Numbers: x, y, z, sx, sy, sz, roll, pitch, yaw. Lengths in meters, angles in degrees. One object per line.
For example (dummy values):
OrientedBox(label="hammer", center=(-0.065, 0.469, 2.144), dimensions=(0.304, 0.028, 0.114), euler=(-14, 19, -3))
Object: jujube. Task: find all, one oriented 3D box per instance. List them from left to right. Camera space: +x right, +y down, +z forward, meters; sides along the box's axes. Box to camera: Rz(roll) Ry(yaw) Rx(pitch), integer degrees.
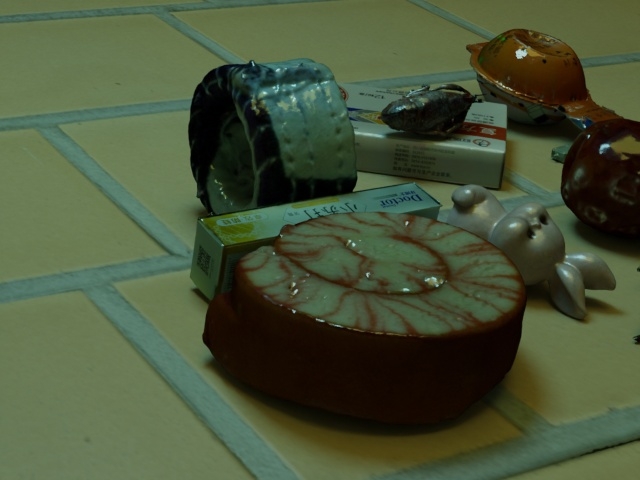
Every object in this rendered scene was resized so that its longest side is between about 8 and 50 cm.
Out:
OrientedBox(label="jujube", center=(0.438, -0.071, 1.866), dimensions=(0.236, 0.168, 0.168), euler=(18, 23, -9))

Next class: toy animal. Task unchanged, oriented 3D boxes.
OrientedBox(label="toy animal", center=(0.251, 0.004, 1.686), dimensions=(0.212, 0.124, 0.124), euler=(17, 27, 31))

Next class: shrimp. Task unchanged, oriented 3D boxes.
OrientedBox(label="shrimp", center=(0.166, -0.188, 2.000), dimensions=(0.190, 0.075, 0.073), euler=(-21, 16, -34))

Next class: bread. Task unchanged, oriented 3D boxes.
OrientedBox(label="bread", center=(0.065, 0.075, 1.488), dimensions=(0.295, 0.114, 0.327), euler=(20, 27, 28))

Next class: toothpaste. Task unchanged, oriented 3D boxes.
OrientedBox(label="toothpaste", center=(0.000, 0.000, 1.660), dimensions=(0.313, 0.089, 0.071), euler=(-10, 35, -32))

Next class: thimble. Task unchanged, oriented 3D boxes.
OrientedBox(label="thimble", center=(-0.061, -0.119, 1.736), dimensions=(0.150, 0.237, 0.237), euler=(-12, 30, -30))

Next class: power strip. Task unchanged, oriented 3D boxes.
OrientedBox(label="power strip", center=(0.380, -0.135, 2.132), dimensions=(0.083, 0.017, 0.027), euler=(-16, 32, -40))

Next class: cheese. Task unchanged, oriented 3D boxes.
OrientedBox(label="cheese", center=(0.369, -0.238, 2.231), dimensions=(0.329, 0.129, 0.217), euler=(37, 34, 30))

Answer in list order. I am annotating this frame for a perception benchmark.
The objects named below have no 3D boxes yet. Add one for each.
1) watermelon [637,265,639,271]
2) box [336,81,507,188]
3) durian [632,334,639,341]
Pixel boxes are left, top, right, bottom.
OrientedBox(label="watermelon", center=(0.541, 0.011, 1.723), dimensions=(0.232, 0.127, 0.204), euler=(21, 23, 32))
OrientedBox(label="box", center=(0.098, -0.164, 2.081), dimensions=(0.353, 0.069, 0.214), euler=(7, 25, 6))
OrientedBox(label="durian", center=(0.420, 0.080, 1.616), dimensions=(0.140, 0.071, 0.110), euler=(-12, 29, -24))
